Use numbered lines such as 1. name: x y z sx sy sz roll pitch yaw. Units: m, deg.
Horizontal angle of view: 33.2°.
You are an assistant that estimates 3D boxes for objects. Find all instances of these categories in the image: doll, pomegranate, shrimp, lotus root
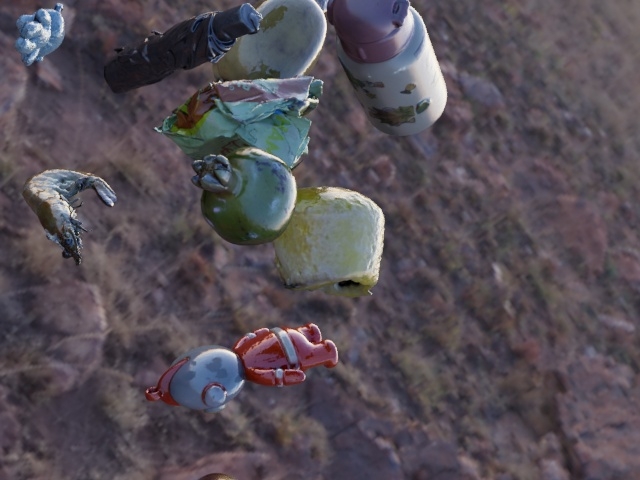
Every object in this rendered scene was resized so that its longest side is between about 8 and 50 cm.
1. doll: -0.142 0.227 1.878 0.200 0.337 0.105 -140 -140 -58
2. pomegranate: -0.091 -0.054 1.201 0.142 0.115 0.114 30 33 -54
3. shrimp: -0.454 -0.054 2.023 0.169 0.058 0.296 -13 42 -25
4. doll: -0.517 -0.372 1.918 0.075 0.120 0.180 34 14 2
5. lotus root: -0.071 -0.363 1.942 0.183 0.183 0.310 44 65 -17

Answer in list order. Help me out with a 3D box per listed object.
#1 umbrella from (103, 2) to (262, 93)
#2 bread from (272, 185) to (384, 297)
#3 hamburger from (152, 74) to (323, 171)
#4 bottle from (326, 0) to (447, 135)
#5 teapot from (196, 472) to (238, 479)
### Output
1. umbrella: -0.158 -0.220 1.228 0.059 0.236 0.066 38 56 -39
2. bread: 0.004 -0.002 1.665 0.197 0.197 0.170 13 76 -52
3. hamburger: -0.106 -0.169 1.735 0.276 0.261 0.150 -8 85 -54
4. bottle: 0.083 -0.239 1.371 0.253 0.120 0.120 54 12 -61
5. teapot: -0.123 0.385 1.382 0.135 0.252 0.178 18 52 -12
